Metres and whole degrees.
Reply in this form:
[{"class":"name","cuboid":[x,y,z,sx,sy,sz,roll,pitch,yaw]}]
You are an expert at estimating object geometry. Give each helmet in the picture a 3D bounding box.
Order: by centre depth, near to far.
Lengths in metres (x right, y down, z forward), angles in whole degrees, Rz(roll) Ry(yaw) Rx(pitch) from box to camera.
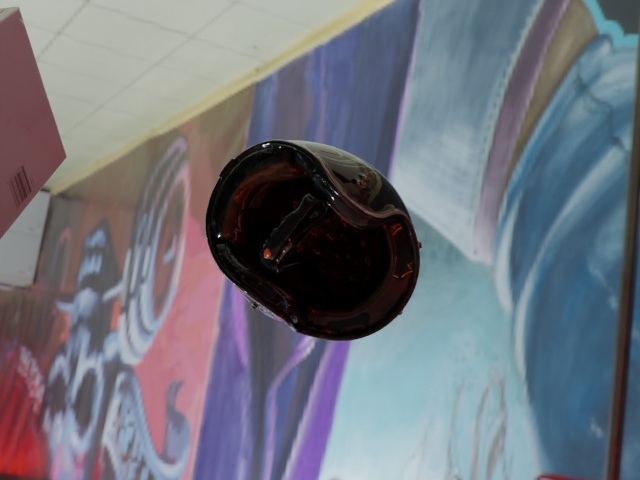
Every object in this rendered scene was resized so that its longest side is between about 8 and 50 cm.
[{"class":"helmet","cuboid":[0.000,0.000,0.823,0.169,0.169,0.161,1,164,35]}]

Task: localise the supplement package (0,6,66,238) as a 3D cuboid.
[{"class":"supplement package","cuboid":[-0.423,-0.120,1.095,0.145,0.204,0.262,-4,-150,11]}]
